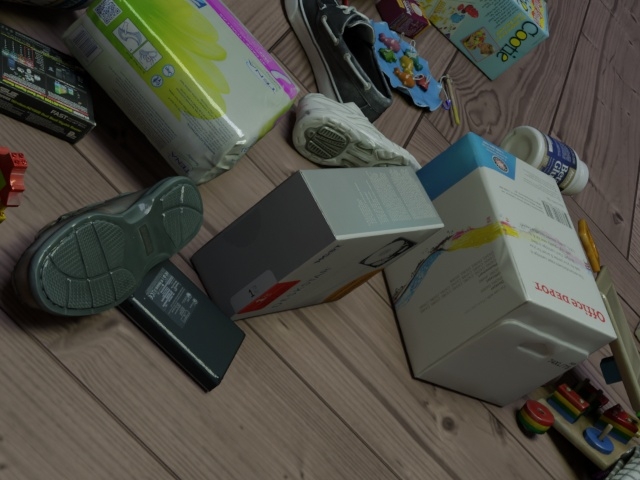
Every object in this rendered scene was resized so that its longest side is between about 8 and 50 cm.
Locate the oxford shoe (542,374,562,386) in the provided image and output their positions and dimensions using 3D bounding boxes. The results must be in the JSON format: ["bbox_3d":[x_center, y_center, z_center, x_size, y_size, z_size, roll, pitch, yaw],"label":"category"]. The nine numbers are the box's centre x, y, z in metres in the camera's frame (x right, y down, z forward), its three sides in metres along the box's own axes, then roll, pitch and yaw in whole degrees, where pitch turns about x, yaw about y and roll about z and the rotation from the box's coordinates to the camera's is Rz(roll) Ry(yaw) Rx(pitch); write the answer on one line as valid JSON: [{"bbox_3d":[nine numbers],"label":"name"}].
[{"bbox_3d":[0.348,0.101,1.786,0.133,0.130,0.364,48,31,-21],"label":"oxford shoe"}]

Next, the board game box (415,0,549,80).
[{"bbox_3d":[0.281,-0.460,2.259,0.275,0.144,0.142,40,32,-20],"label":"board game box"}]

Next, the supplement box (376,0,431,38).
[{"bbox_3d":[0.144,-0.390,2.100,0.083,0.043,0.055,9,52,-49],"label":"supplement box"}]

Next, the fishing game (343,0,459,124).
[{"bbox_3d":[0.141,-0.297,2.005,0.264,0.041,0.189,35,32,-27],"label":"fishing game"}]

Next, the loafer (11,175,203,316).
[{"bbox_3d":[-0.216,0.007,1.191,0.267,0.084,0.096,-34,118,-56],"label":"loafer"}]

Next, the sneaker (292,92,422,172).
[{"bbox_3d":[0.060,-0.137,1.684,0.232,0.090,0.115,33,32,-30],"label":"sneaker"}]

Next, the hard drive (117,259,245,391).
[{"bbox_3d":[-0.141,0.080,1.247,0.135,0.022,0.094,45,31,-11],"label":"hard drive"}]

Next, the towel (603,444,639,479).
[{"bbox_3d":[0.444,0.409,1.548,0.235,0.121,0.284,-26,85,-45],"label":"towel"}]

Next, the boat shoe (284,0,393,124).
[{"bbox_3d":[0.033,-0.299,1.798,0.108,0.102,0.301,19,44,-43],"label":"boat shoe"}]

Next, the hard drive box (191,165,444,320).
[{"bbox_3d":[0.000,0.000,1.367,0.232,0.181,0.089,-7,65,-55],"label":"hard drive box"}]

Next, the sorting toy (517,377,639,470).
[{"bbox_3d":[0.390,0.250,1.719,0.132,0.046,0.274,42,25,23],"label":"sorting toy"}]

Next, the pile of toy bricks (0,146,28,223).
[{"bbox_3d":[-0.345,-0.123,1.104,0.118,0.105,0.212,0,58,-53],"label":"pile of toy bricks"}]

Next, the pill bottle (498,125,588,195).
[{"bbox_3d":[0.393,-0.132,2.114,0.169,0.094,0.094,18,44,-43],"label":"pill bottle"}]

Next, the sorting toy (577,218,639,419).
[{"bbox_3d":[0.416,0.138,1.737,0.348,0.047,0.196,69,17,-3],"label":"sorting toy"}]

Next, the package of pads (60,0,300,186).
[{"bbox_3d":[-0.150,-0.196,1.414,0.229,0.101,0.296,49,21,-6],"label":"package of pads"}]

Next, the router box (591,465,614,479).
[{"bbox_3d":[0.472,0.371,1.743,0.179,0.046,0.133,-5,61,-55],"label":"router box"}]

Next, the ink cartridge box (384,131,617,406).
[{"bbox_3d":[0.221,0.043,1.600,0.198,0.197,0.270,23,41,-40],"label":"ink cartridge box"}]

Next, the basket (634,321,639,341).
[{"bbox_3d":[0.646,0.185,2.114,0.167,0.103,0.113,54,31,1],"label":"basket"}]

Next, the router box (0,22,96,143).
[{"bbox_3d":[-0.299,-0.165,1.276,0.122,0.038,0.092,24,40,-39],"label":"router box"}]

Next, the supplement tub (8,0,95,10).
[{"bbox_3d":[-0.309,-0.330,1.330,0.199,0.144,0.144,-3,60,-54],"label":"supplement tub"}]
